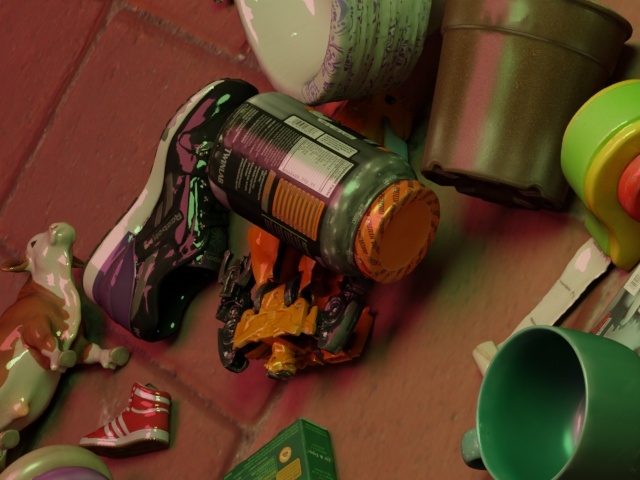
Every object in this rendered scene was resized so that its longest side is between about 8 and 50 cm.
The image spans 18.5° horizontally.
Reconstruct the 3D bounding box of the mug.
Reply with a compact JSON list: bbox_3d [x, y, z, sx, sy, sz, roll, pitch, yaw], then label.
[{"bbox_3d":[0.188,0.132,1.492,0.157,0.097,0.129,19,95,58],"label":"mug"}]

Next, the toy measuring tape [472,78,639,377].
[{"bbox_3d":[0.209,-0.023,1.568,0.330,0.121,0.121,-48,37,18],"label":"toy measuring tape"}]

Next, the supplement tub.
[{"bbox_3d":[0.004,-0.044,1.704,0.190,0.117,0.117,31,92,33],"label":"supplement tub"}]

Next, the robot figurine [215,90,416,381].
[{"bbox_3d":[0.000,0.000,1.834,0.211,0.085,0.291,-14,56,46],"label":"robot figurine"}]

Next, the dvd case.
[{"bbox_3d":[0.259,0.077,1.524,0.087,0.013,0.119,-55,37,8],"label":"dvd case"}]

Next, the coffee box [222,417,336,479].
[{"bbox_3d":[-0.030,0.261,1.732,0.113,0.040,0.184,-40,40,28],"label":"coffee box"}]

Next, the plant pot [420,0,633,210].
[{"bbox_3d":[0.164,-0.119,1.662,0.167,0.167,0.165,9,82,53],"label":"plant pot"}]

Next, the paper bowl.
[{"bbox_3d":[0.023,-0.271,1.771,0.284,0.148,0.284,167,90,-69],"label":"paper bowl"}]

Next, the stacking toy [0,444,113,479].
[{"bbox_3d":[-0.195,0.331,1.829,0.141,0.141,0.330,-56,42,7],"label":"stacking toy"}]

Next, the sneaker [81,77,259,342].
[{"bbox_3d":[-0.121,-0.025,2.011,0.124,0.107,0.283,38,101,39],"label":"sneaker"}]

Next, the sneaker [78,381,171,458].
[{"bbox_3d":[-0.195,0.181,1.987,0.118,0.042,0.067,-12,61,38],"label":"sneaker"}]

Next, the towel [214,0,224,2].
[{"bbox_3d":[-0.036,-0.469,2.174,0.324,0.056,0.312,-49,31,47],"label":"towel"}]

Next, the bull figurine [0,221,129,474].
[{"bbox_3d":[-0.315,0.136,2.116,0.188,0.101,0.310,30,90,53],"label":"bull figurine"}]
